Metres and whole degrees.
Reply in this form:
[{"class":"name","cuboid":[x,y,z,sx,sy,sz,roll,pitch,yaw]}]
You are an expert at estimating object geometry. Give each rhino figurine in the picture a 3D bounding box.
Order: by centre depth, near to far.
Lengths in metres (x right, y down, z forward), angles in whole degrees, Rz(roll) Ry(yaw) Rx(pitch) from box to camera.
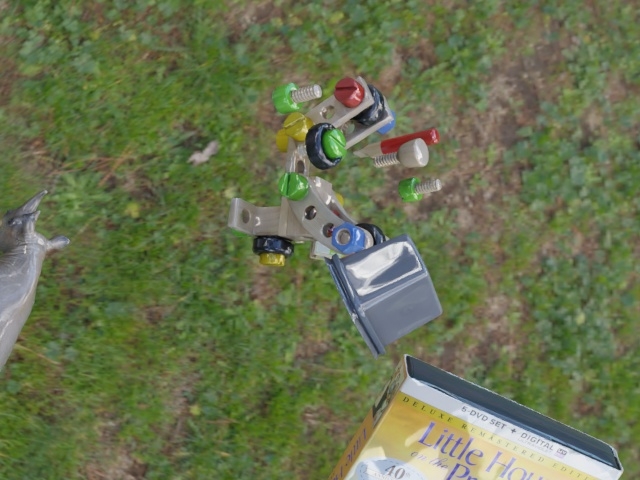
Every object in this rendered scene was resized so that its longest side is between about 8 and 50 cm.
[{"class":"rhino figurine","cuboid":[-0.314,0.058,0.943,0.073,0.106,0.243,40,64,-40]}]

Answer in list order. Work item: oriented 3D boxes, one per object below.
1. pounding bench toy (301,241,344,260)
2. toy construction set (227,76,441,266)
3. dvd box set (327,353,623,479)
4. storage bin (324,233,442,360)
[{"class":"pounding bench toy","cuboid":[0.000,0.000,1.463,0.083,0.065,0.052,10,83,-7]},{"class":"toy construction set","cuboid":[0.002,-0.087,1.384,0.309,0.237,0.258,-22,100,-55]},{"class":"dvd box set","cuboid":[0.144,0.378,1.280,0.307,0.062,0.420,25,112,-10]},{"class":"storage bin","cuboid":[0.069,0.050,1.046,0.091,0.098,0.135,-26,148,1]}]
